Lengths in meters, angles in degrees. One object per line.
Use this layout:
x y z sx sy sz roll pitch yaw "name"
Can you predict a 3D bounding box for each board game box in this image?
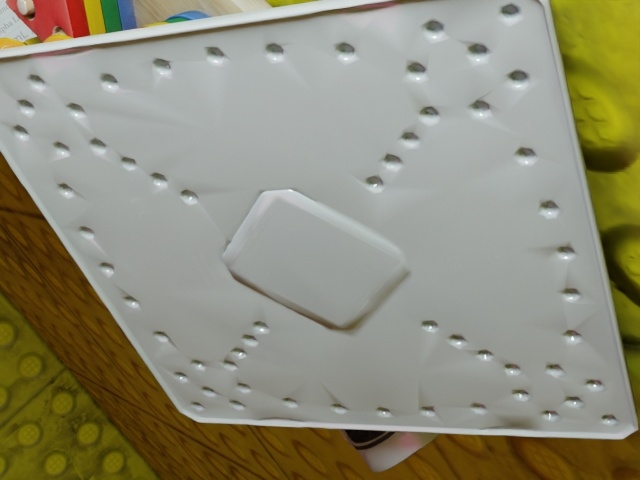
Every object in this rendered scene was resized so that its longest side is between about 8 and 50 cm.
0.000 0.000 0.719 0.390 0.050 0.390 -3 134 25 "board game box"

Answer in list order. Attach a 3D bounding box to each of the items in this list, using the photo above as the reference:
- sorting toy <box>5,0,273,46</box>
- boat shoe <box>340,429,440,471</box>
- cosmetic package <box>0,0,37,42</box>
-0.159 -0.125 0.822 0.257 0.089 0.255 45 138 22 "sorting toy"
0.057 0.148 1.025 0.105 0.113 0.306 53 174 -1 "boat shoe"
-0.330 -0.265 0.951 0.151 0.151 0.184 15 144 51 "cosmetic package"
